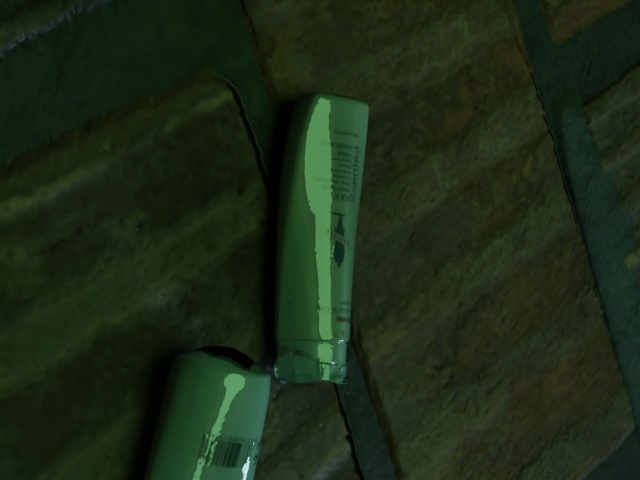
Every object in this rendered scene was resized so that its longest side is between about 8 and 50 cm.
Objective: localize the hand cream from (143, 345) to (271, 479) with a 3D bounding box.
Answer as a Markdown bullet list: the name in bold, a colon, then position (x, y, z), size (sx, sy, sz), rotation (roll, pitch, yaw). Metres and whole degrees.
- **hand cream**: position (-0.094, 0.230, 1.061), size (0.109, 0.067, 0.320), rotation (14, 85, -44)

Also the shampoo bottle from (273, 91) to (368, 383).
- **shampoo bottle**: position (0.000, 0.000, 1.151), size (0.072, 0.049, 0.212), rotation (4, 87, -48)
